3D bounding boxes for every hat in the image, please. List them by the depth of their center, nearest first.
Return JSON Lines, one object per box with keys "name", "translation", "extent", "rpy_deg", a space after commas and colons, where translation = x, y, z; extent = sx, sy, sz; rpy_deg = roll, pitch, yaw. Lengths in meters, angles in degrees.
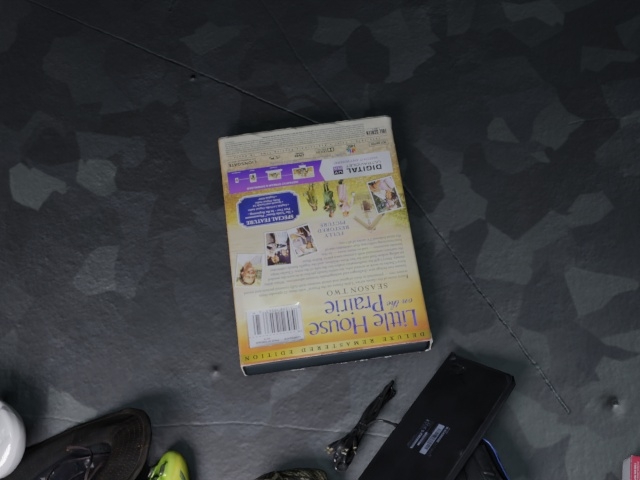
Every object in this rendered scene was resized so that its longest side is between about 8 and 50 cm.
{"name": "hat", "translation": [-0.361, 0.393, 1.392], "extent": [0.331, 0.133, 0.331], "rpy_deg": [-24, 23, 11]}

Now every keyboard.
{"name": "keyboard", "translation": [0.136, 0.290, 1.430], "extent": [0.202, 0.033, 0.317], "rpy_deg": [18, 51, 36]}

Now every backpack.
{"name": "backpack", "translation": [0.221, 0.356, 1.410], "extent": [0.105, 0.084, 0.114], "rpy_deg": [-18, 59, -3]}

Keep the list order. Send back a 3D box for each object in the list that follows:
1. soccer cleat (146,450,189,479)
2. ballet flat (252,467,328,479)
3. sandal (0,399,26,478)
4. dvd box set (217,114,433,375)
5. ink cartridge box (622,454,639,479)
{"name": "soccer cleat", "translation": [-0.208, 0.456, 1.405], "extent": [0.121, 0.093, 0.289], "rpy_deg": [12, 58, -25]}
{"name": "ballet flat", "translation": [0.050, 0.531, 1.319], "extent": [0.182, 0.164, 0.482], "rpy_deg": [-10, 62, -29]}
{"name": "sandal", "translation": [-0.618, 0.264, 1.497], "extent": [0.416, 0.102, 0.169], "rpy_deg": [25, 85, 24]}
{"name": "dvd box set", "translation": [0.000, 0.000, 1.595], "extent": [0.308, 0.062, 0.420], "rpy_deg": [-9, 65, -1]}
{"name": "ink cartridge box", "translation": [0.520, 0.380, 1.393], "extent": [0.151, 0.063, 0.109], "rpy_deg": [6, 66, 7]}
